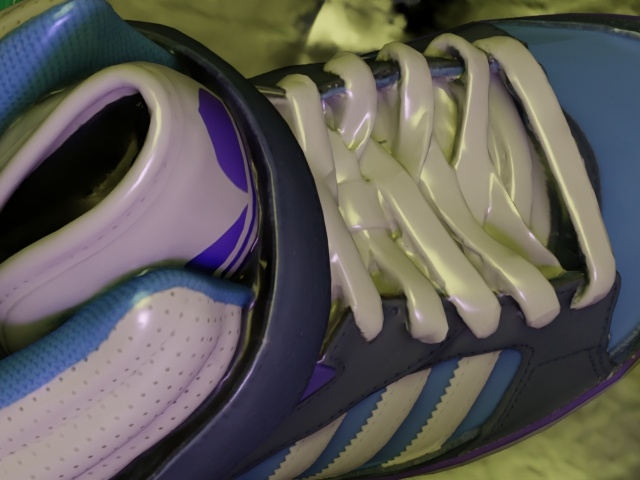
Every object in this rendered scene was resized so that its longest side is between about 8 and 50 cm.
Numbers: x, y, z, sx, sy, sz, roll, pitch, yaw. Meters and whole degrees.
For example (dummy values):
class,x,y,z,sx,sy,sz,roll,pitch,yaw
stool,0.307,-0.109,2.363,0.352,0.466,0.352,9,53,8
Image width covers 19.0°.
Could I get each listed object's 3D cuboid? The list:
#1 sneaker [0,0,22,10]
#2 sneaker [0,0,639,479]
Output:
class,x,y,z,sx,sy,sz,roll,pitch,yaw
sneaker,-0.138,-0.163,0.571,0.178,0.124,0.296,-17,88,-4
sneaker,-0.001,0.000,0.494,0.322,0.236,0.130,-19,81,-9
